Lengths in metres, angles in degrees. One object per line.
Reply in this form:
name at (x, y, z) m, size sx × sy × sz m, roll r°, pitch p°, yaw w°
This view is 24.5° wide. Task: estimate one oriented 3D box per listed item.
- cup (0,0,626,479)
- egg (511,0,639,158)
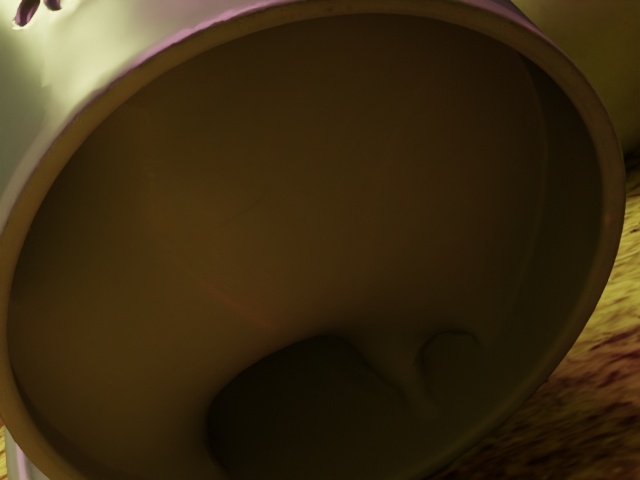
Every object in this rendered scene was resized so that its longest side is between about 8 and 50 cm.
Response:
cup at (-0.067, -0.017, 0.678) m, size 0.357 × 0.259 × 0.274 m, roll -60°, pitch 36°, yaw 24°
egg at (0.153, -0.149, 1.035) m, size 0.219 × 0.219 × 0.269 m, roll -22°, pitch 0°, yaw 8°
